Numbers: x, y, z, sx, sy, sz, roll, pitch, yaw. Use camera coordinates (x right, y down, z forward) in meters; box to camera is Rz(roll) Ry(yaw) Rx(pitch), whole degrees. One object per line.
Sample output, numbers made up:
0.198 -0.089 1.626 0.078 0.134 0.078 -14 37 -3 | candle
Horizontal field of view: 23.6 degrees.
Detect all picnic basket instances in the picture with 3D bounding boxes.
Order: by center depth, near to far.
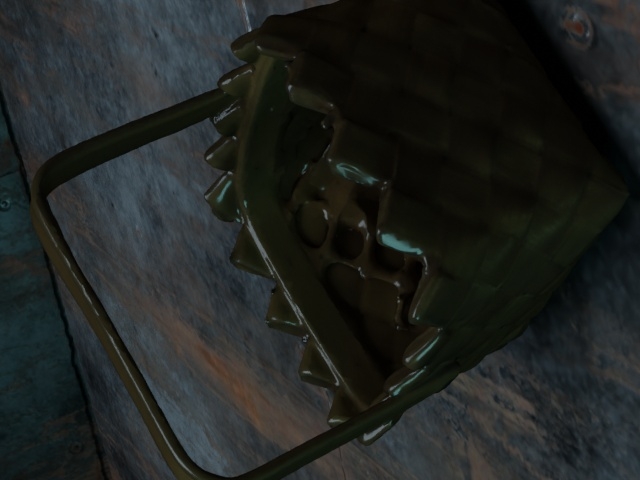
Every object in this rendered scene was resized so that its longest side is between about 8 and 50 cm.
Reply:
0.000 0.000 1.004 0.254 0.321 0.291 58 158 16 | picnic basket
